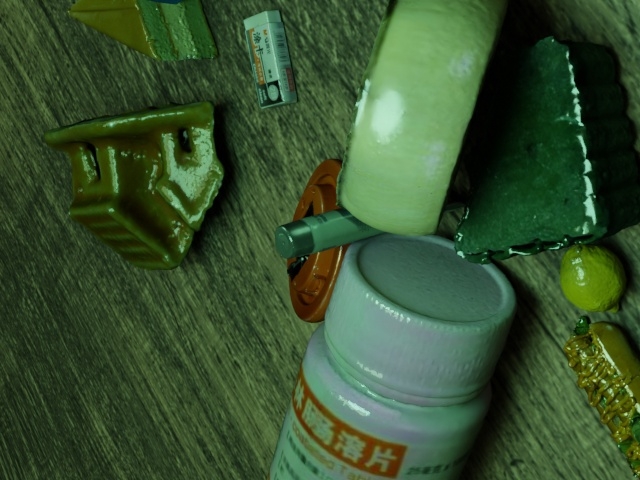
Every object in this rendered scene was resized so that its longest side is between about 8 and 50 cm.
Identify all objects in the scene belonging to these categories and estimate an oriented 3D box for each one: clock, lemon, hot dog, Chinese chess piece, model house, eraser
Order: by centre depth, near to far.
[{"bbox_3d":[0.101,-0.138,1.050,0.112,0.270,0.270,17,117,7],"label":"Chinese chess piece"},{"bbox_3d":[0.278,0.040,1.065,0.065,0.065,0.092,-7,131,47],"label":"lemon"},{"bbox_3d":[0.309,0.161,1.071,0.072,0.055,0.188,-46,68,45],"label":"hot dog"},{"bbox_3d":[0.000,0.000,1.293,0.205,0.051,0.205,-170,90,-71],"label":"clock"},{"bbox_3d":[-0.066,-0.236,1.374,0.052,0.029,0.122,-7,96,47],"label":"eraser"},{"bbox_3d":[-0.247,-0.072,1.506,0.268,0.173,0.239,-2,99,49],"label":"model house"}]

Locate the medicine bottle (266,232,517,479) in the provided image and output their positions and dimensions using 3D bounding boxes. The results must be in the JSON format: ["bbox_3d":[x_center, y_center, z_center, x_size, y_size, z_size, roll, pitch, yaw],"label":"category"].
[{"bbox_3d":[0.074,0.198,1.208,0.219,0.219,0.388,39,127,33],"label":"medicine bottle"}]

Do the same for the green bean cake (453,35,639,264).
[{"bbox_3d":[0.216,-0.091,1.062,0.193,0.107,0.208,-11,92,50],"label":"green bean cake"}]

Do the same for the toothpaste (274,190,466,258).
[{"bbox_3d":[0.057,-0.025,1.147,0.062,0.239,0.039,33,130,45],"label":"toothpaste"}]

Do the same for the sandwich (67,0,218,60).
[{"bbox_3d":[-0.258,-0.296,1.495,0.187,0.117,0.144,-17,86,47],"label":"sandwich"}]

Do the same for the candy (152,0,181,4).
[{"bbox_3d":[-0.208,-0.484,1.375,0.157,0.100,0.306,-23,85,28],"label":"candy"}]
